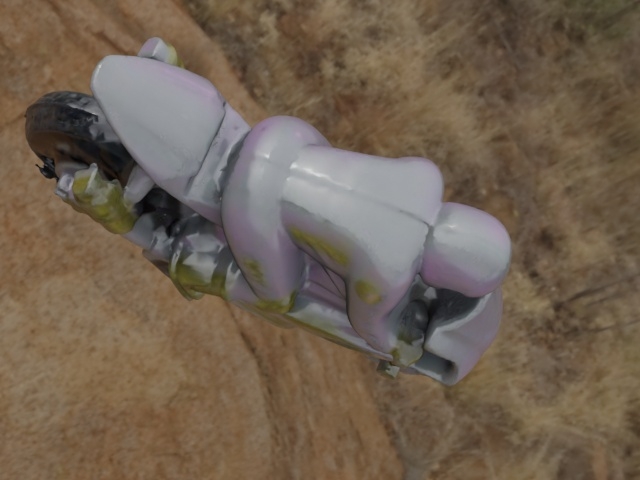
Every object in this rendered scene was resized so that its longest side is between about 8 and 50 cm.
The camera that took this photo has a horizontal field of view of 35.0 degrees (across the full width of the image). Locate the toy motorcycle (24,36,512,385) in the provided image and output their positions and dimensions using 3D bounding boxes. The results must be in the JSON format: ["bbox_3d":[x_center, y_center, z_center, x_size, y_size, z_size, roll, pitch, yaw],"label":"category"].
[{"bbox_3d":[0.000,0.000,0.392,0.225,0.152,0.073,32,67,-26],"label":"toy motorcycle"}]
